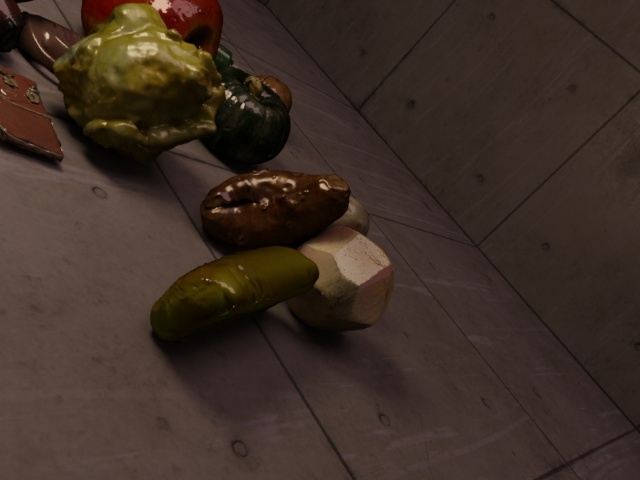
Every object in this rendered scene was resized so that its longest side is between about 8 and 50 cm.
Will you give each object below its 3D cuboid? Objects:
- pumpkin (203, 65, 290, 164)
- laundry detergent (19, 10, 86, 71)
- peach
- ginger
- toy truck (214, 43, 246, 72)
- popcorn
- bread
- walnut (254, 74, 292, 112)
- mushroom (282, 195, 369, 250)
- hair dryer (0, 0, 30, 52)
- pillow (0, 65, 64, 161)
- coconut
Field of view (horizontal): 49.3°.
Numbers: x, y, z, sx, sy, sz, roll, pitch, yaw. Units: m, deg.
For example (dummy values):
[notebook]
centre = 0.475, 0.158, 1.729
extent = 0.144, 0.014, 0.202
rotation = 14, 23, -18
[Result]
[pumpkin]
centre = -0.211, -0.342, 1.877
extent = 0.300, 0.207, 0.300
rotation = 36, 20, -15
[laundry detergent]
centre = -0.580, -0.415, 1.515
extent = 0.237, 0.076, 0.171
rotation = 21, 30, -44
[peach]
centre = -0.428, -0.549, 1.770
extent = 0.372, 0.373, 0.290
rotation = 55, -7, 30
[ginger]
centre = -0.088, -0.070, 1.458
extent = 0.172, 0.321, 0.165
rotation = 42, 39, -74
[toy truck]
centre = -0.349, -0.572, 2.214
extent = 0.242, 0.125, 0.101
rotation = 35, 20, -25
[popcorn]
centre = -0.359, -0.304, 1.427
extent = 0.312, 0.312, 0.312
rotation = 37, 20, -16
[bread]
centre = -0.141, 0.078, 1.202
extent = 0.112, 0.166, 0.383
rotation = 66, 23, 5
[walnut]
centre = -0.178, -0.451, 2.246
extent = 0.167, 0.167, 0.207
rotation = 46, 18, 8
[mushroom]
centre = 0.000, 0.000, 1.634
extent = 0.243, 0.243, 0.243
rotation = 37, 20, -16
[hair dryer]
centre = -0.644, -0.556, 1.438
extent = 0.312, 0.123, 0.340
rotation = 49, 48, 2
[pillow]
centre = -0.544, -0.237, 1.264
extent = 0.126, 0.043, 0.232
rotation = 19, 32, -51
[coconut]
centre = 0.046, 0.083, 1.465
extent = 0.197, 0.236, 0.237
rotation = 23, 5, 37
